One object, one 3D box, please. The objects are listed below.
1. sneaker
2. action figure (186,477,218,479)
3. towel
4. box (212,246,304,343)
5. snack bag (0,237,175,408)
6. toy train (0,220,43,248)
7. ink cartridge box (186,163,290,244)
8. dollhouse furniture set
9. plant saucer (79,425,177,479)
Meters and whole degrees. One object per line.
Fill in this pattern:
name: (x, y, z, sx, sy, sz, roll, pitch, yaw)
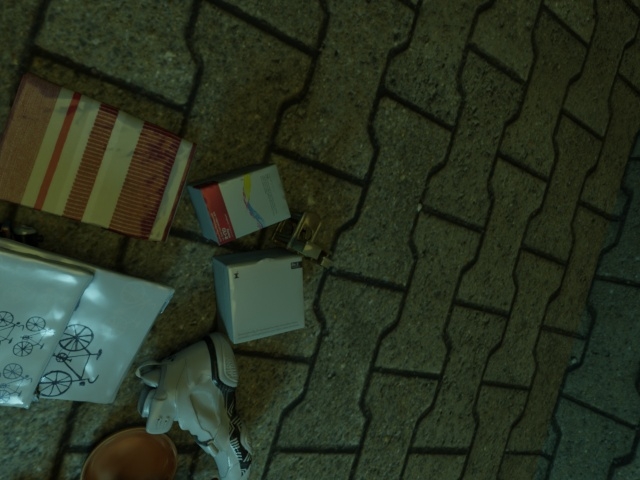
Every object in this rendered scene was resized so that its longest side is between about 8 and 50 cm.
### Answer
sneaker: (-0.282, 0.403, 1.009, 0.210, 0.137, 0.365, -12, 99, -29)
action figure: (-0.347, 0.579, 0.962, 0.280, 0.139, 0.091, 13, 91, -28)
towel: (-0.434, -0.147, 0.891, 0.329, 0.037, 0.237, 19, 86, -32)
box: (-0.143, 0.120, 1.050, 0.181, 0.119, 0.181, -7, 102, -28)
snack bag: (-0.492, 0.182, 0.847, 0.343, 0.037, 0.323, 24, 101, -38)
toy train: (-0.563, 0.052, 0.825, 0.105, 0.080, 0.184, -5, 104, -33)
ink cartridge box: (-0.178, -0.086, 0.990, 0.176, 0.128, 0.127, -23, 109, -24)
dollhouse furniture set: (0.000, 0.000, 1.074, 0.161, 0.182, 0.101, 29, 84, -30)
plant saucer: (-0.422, 0.502, 1.002, 0.200, 0.037, 0.200, -6, 102, -28)
